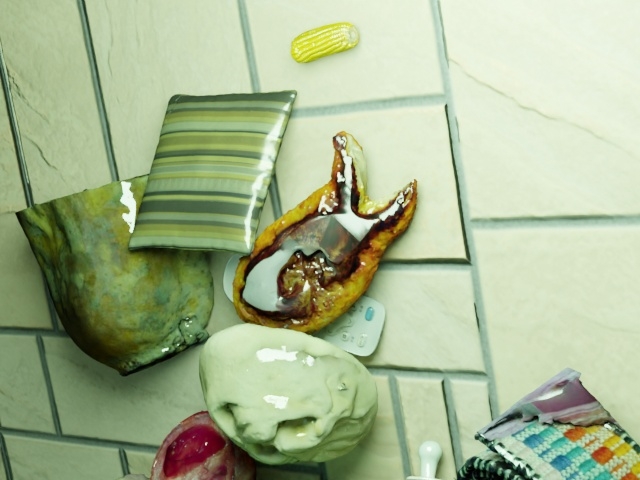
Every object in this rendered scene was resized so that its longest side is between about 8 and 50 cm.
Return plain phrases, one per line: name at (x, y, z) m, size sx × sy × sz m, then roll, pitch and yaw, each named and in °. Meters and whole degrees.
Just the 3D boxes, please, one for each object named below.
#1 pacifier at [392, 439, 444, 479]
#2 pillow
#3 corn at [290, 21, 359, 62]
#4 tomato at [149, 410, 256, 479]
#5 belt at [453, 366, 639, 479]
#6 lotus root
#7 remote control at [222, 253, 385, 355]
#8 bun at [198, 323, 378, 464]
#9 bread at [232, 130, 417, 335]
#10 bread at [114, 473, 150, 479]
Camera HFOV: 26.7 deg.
pacifier at (0.130, 0.274, 1.582) m, size 0.099 × 0.081 × 0.078 m, roll 146°, pitch 134°, yaw -62°
pillow at (-0.133, -0.083, 1.633) m, size 0.208 × 0.052 × 0.212 m, roll 4°, pitch 71°, yaw 39°
corn at (0.004, -0.226, 1.535) m, size 0.092 × 0.037 × 0.037 m, roll -7°, pitch 99°, yaw 42°
tomato at (-0.144, 0.326, 1.777) m, size 0.173 × 0.099 × 0.189 m, roll -29°, pitch 50°, yaw 33°
belt at (0.280, 0.303, 1.400) m, size 0.295 × 0.160 × 0.207 m, roll 54°, pitch 147°, yaw 15°
lotus root at (-0.284, 0.058, 1.797) m, size 0.267 × 0.149 × 0.260 m, roll -10°, pitch 96°, yaw 44°
remote control at (-0.022, 0.074, 1.650) m, size 0.229 × 0.044 × 0.073 m, roll 19°, pitch 97°, yaw 25°
bun at (-0.044, 0.195, 1.589) m, size 0.231 × 0.133 × 0.231 m, roll 14°, pitch 151°, yaw 8°
bread at (0.004, 0.008, 1.565) m, size 0.139 × 0.095 × 0.269 m, roll 40°, pitch 104°, yaw 3°
bread at (-0.263, 0.512, 1.914) m, size 0.187 × 0.155 × 0.338 m, roll 30°, pitch 121°, yaw 24°
